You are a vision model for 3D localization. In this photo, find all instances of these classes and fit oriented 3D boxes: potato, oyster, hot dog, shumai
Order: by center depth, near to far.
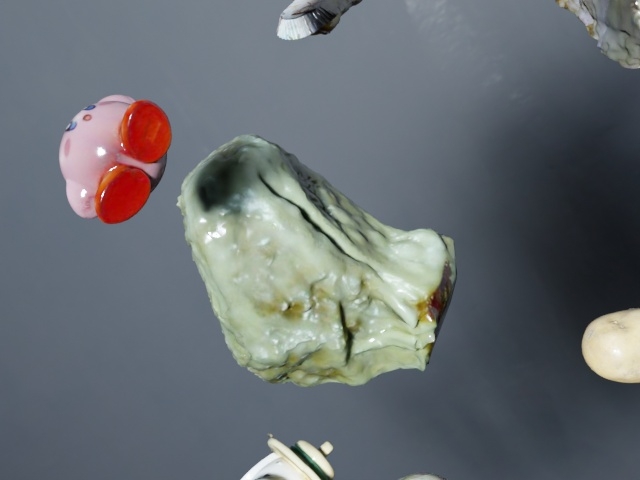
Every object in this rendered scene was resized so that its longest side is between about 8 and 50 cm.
[{"bbox_3d":[0.000,0.000,0.948,0.225,0.222,0.260,-101,-12,-49],"label":"shumai"},{"bbox_3d":[0.326,-0.273,1.111,0.341,0.110,0.166,59,147,31],"label":"oyster"},{"bbox_3d":[0.427,0.145,1.440,0.112,0.147,0.112,13,105,53],"label":"potato"},{"bbox_3d":[0.002,-0.343,1.562,0.108,0.191,0.059,-7,116,30],"label":"hot dog"}]

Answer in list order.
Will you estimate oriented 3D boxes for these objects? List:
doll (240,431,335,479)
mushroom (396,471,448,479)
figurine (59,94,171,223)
[{"bbox_3d":[-0.102,0.399,1.495,0.144,0.208,0.271,46,120,11],"label":"doll"},{"bbox_3d":[0.067,0.183,0.642,0.083,0.067,0.083,51,-160,-27],"label":"mushroom"},{"bbox_3d":[-0.131,-0.051,0.665,0.071,0.083,0.067,22,167,42],"label":"figurine"}]
